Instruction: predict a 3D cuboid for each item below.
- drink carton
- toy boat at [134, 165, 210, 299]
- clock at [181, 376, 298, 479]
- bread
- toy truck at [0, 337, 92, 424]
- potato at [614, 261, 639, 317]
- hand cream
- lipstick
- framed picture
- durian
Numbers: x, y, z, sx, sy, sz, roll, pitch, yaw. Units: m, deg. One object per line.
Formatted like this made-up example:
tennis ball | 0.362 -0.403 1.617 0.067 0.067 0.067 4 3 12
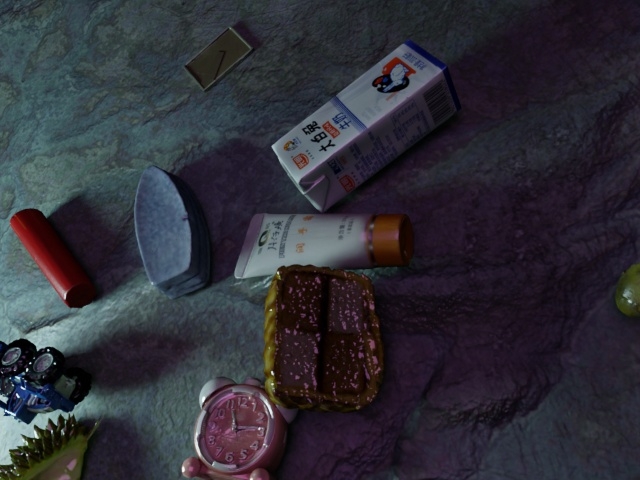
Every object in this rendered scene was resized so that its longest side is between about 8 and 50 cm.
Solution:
drink carton | 0.078 -0.197 0.926 0.315 0.106 0.131 -38 47 3
toy boat | -0.293 -0.029 1.022 0.127 0.078 0.283 -26 64 12
clock | -0.120 0.298 0.824 0.165 0.093 0.162 2 61 16
bread | 0.003 0.148 0.805 0.181 0.096 0.222 4 66 -11
toy truck | -0.541 0.260 0.962 0.208 0.113 0.126 6 52 26
potato | 0.492 0.057 0.695 0.188 0.085 0.105 -14 87 18
hand cream | 0.000 0.000 0.905 0.314 0.089 0.140 -6 55 25
lipstick | -0.563 0.031 1.102 0.073 0.073 0.279 -47 61 -3
framed picture | -0.233 -0.413 1.192 0.149 0.011 0.109 -40 61 2
durian | -0.488 0.475 0.895 0.169 0.157 0.356 9 69 -15
